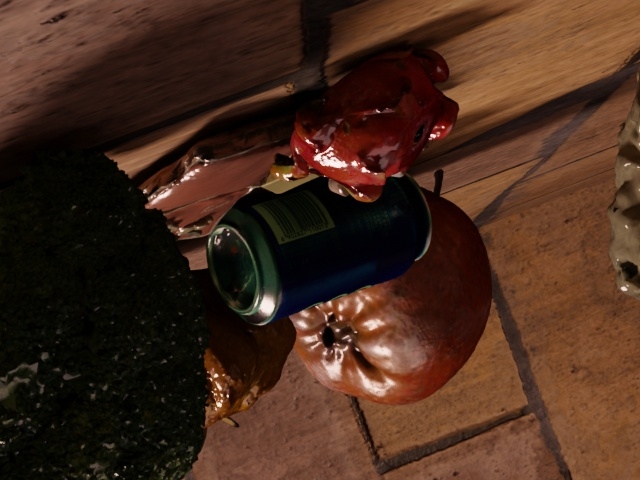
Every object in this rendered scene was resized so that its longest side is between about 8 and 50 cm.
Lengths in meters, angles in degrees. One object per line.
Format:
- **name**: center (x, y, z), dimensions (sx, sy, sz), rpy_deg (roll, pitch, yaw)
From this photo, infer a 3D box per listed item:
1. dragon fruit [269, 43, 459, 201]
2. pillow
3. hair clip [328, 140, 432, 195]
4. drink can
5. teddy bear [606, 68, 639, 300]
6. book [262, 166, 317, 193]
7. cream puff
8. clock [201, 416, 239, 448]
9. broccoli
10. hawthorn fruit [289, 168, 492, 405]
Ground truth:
- **dragon fruit**: center (0.039, -0.073, 1.166), dimensions (0.126, 0.068, 0.112), rpy_deg (-28, 161, -24)
- **pillow**: center (-0.088, -0.038, 1.272), dimensions (0.126, 0.043, 0.232), rpy_deg (-22, 174, -34)
- **hair clip**: center (0.040, -0.070, 1.328), dimensions (0.056, 0.062, 0.214), rpy_deg (1, -171, 14)
- **drink can**: center (0.000, 0.000, 1.627), dimensions (0.205, 0.118, 0.118), rpy_deg (-17, 173, -33)
- **teddy bear**: center (0.432, -0.106, 1.430), dimensions (0.357, 0.224, 0.367), rpy_deg (-38, -158, -28)
- **book**: center (0.003, -0.069, 1.489), dimensions (0.111, 0.014, 0.077), rpy_deg (-22, 173, 6)
- **cream puff**: center (-0.146, 0.102, 1.704), dimensions (0.241, 0.155, 0.269), rpy_deg (19, -150, 38)
- **clock**: center (-0.191, 0.185, 1.767), dimensions (0.170, 0.069, 0.232), rpy_deg (26, -152, 38)
- **broccoli**: center (-0.175, 0.073, 1.066), dimensions (0.269, 0.241, 0.261), rpy_deg (-69, 165, 15)
- **hawthorn fruit**: center (0.081, 0.051, 1.829), dimensions (0.263, 0.235, 0.231), rpy_deg (-22, 173, -12)
